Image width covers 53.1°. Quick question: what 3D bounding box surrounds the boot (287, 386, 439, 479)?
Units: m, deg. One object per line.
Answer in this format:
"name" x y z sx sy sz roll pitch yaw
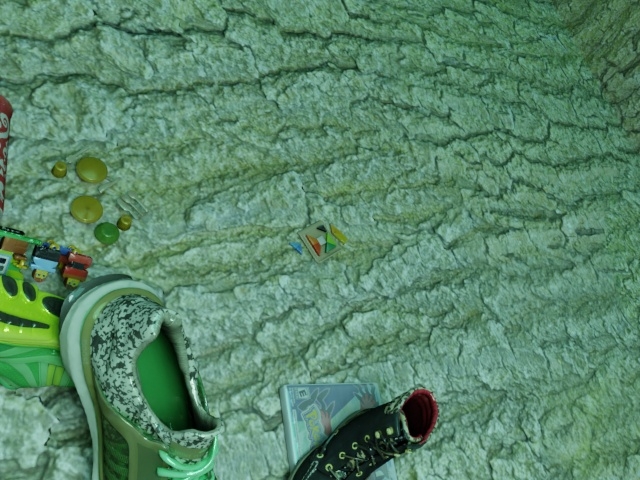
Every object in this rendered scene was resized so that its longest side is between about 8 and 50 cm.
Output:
"boot" 0.056 0.303 0.902 0.085 0.178 0.236 49 48 2

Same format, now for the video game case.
"video game case" 0.032 0.325 1.008 0.183 0.023 0.201 6 59 -31

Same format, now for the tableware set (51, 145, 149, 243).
"tableware set" -0.354 -0.069 1.003 0.154 0.024 0.104 46 51 -2

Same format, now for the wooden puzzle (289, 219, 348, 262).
"wooden puzzle" 0.000 0.000 1.196 0.078 0.014 0.116 49 48 3

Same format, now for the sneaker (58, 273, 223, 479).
"sneaker" -0.181 0.242 0.752 0.158 0.182 0.410 -26 107 -38

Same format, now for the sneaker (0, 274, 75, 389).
"sneaker" -0.340 0.138 0.829 0.295 0.123 0.109 36 37 -34

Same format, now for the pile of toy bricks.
"pile of toy bricks" -0.418 0.042 0.852 0.212 0.118 0.105 18 91 -35

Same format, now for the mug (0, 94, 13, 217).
"mug" -0.506 -0.111 0.886 0.150 0.113 0.169 -9 69 -5
